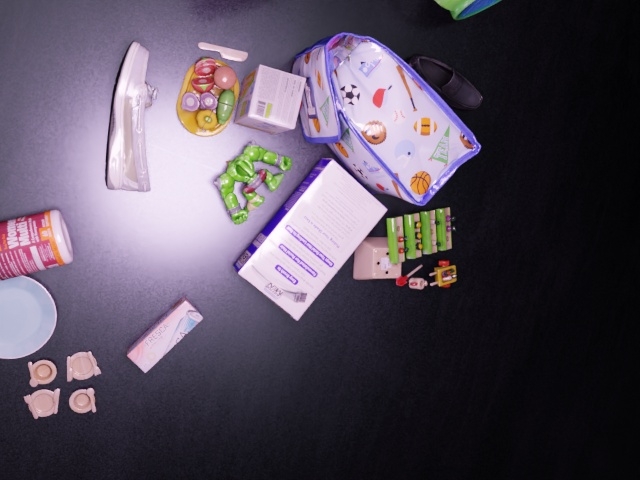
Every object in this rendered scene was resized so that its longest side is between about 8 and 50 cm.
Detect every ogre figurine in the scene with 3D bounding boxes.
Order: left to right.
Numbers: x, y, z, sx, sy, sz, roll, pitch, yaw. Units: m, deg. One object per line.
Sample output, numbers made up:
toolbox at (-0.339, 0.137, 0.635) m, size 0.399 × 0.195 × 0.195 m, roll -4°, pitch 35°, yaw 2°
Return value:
ogre figurine at (-0.161, -0.145, 1.505) m, size 0.197 × 0.097 × 0.118 m, roll -41°, pitch 117°, yaw 4°

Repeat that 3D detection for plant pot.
plant pot at (0.149, 0.050, 1.613) m, size 0.109 × 0.096 × 0.109 m, roll 0°, pitch 96°, yaw -16°

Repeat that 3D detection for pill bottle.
pill bottle at (-0.648, 0.017, 1.373) m, size 0.221 × 0.121 × 0.121 m, roll -15°, pitch 100°, yaw -14°

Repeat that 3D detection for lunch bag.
lunch bag at (0.103, -0.276, 1.445) m, size 0.239 × 0.328 × 0.385 m, roll -45°, pitch 107°, yaw -5°

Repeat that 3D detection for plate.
plate at (-0.679, 0.165, 1.433) m, size 0.188 × 0.024 × 0.188 m, roll -2°, pitch 97°, yaw -16°

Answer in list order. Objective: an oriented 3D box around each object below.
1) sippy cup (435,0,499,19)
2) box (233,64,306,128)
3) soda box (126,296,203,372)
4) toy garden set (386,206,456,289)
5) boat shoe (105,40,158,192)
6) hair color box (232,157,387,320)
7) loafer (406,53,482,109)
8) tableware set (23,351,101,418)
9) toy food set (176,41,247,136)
sippy cup at (0.371, -0.679, 1.536) m, size 0.240 × 0.305 × 0.224 m, roll -25°, pitch 93°, yaw 33°
box at (-0.117, -0.306, 1.441) m, size 0.103 × 0.203 × 0.114 m, roll 13°, pitch 91°, yaw -17°
soda box at (-0.360, 0.216, 1.510) m, size 0.183 × 0.058 × 0.063 m, roll -44°, pitch 105°, yaw -6°
toy garden set at (0.263, 0.031, 1.606) m, size 0.244 × 0.049 × 0.204 m, roll -12°, pitch 101°, yaw -45°
boat shoe at (-0.402, -0.264, 1.417) m, size 0.103 × 0.118 × 0.321 m, roll 6°, pitch 99°, yaw -22°
hair color box at (-0.026, -0.006, 1.531) m, size 0.185 × 0.110 × 0.339 m, roll 41°, pitch 85°, yaw -17°
loafer at (0.312, -0.389, 1.616) m, size 0.223 × 0.078 × 0.076 m, roll 27°, pitch 89°, yaw -17°
tableware set at (-0.584, 0.328, 1.480) m, size 0.168 × 0.020 × 0.141 m, roll -5°, pitch 98°, yaw -15°
toy food set at (-0.244, -0.342, 1.469) m, size 0.128 × 0.071 × 0.218 m, roll 16°, pitch 92°, yaw -17°
